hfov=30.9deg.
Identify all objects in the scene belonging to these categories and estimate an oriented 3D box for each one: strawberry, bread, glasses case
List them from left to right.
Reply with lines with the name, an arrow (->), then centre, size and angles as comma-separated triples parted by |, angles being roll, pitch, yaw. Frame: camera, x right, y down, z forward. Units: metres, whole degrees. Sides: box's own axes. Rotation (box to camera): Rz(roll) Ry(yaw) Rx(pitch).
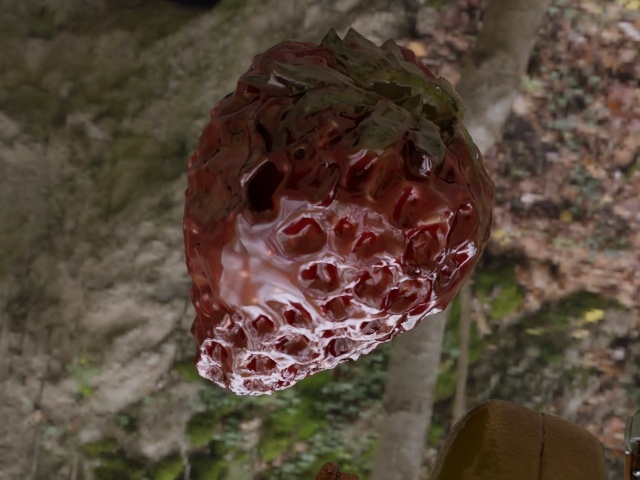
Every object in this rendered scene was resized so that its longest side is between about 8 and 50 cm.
strawberry -> 0.000, 0.000, 1.080 | 0.295, 0.345, 0.317 | 6, -145, -30
bread -> 0.011, 0.258, 1.122 | 0.046, 0.083, 0.081 | 11, 174, 9
glasses case -> 0.121, 0.301, 0.920 | 0.141, 0.371, 0.173 | 19, 154, 2

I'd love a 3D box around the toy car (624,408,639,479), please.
toy car -> 0.484, 0.374, 1.641 | 0.118, 0.301, 0.193 | 17, 166, -7
